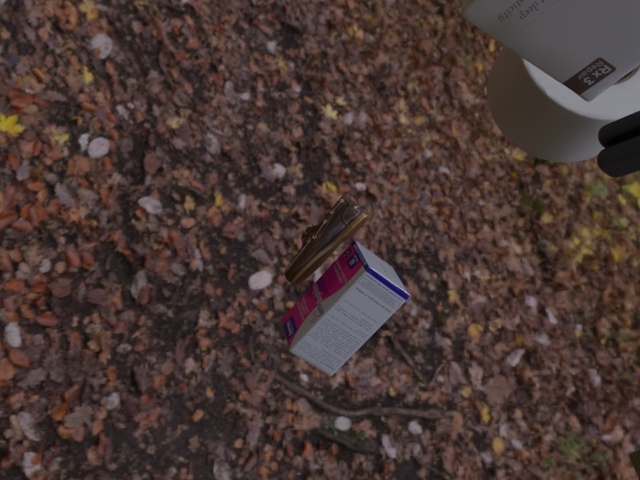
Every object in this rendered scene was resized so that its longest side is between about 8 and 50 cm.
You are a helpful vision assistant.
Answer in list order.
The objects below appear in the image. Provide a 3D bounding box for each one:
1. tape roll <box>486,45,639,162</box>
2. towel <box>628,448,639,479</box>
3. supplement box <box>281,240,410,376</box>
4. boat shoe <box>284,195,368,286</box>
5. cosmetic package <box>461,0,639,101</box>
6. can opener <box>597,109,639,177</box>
[{"bbox_3d":[0.403,-0.264,1.056,0.169,0.246,0.246,97,-8,-74],"label":"tape roll"},{"bbox_3d":[0.438,0.303,0.833,0.148,0.027,0.110,89,-12,-62],"label":"towel"},{"bbox_3d":[0.043,0.128,1.264,0.114,0.220,0.111,35,14,-26],"label":"supplement box"},{"bbox_3d":[0.000,0.000,1.326,0.073,0.073,0.207,44,78,12],"label":"boat shoe"},{"bbox_3d":[0.247,-0.336,0.572,0.156,0.217,0.384,27,50,-20],"label":"cosmetic package"},{"bbox_3d":[0.419,-0.153,0.732,0.095,0.283,0.075,27,62,-27],"label":"can opener"}]
